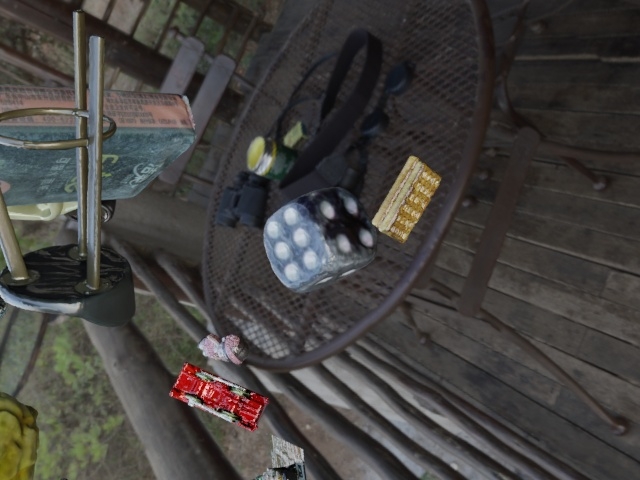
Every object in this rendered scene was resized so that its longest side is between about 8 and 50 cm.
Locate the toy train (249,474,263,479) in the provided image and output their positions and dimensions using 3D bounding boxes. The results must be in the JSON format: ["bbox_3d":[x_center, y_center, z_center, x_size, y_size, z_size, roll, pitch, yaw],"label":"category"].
[{"bbox_3d":[-0.164,0.590,1.441,0.083,0.053,0.033,-27,83,4],"label":"toy train"}]

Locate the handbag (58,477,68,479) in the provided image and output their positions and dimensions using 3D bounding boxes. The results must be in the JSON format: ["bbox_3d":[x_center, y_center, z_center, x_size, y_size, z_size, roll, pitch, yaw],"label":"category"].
[{"bbox_3d":[-0.403,0.557,1.034,0.118,0.326,0.269,-53,34,9],"label":"handbag"}]

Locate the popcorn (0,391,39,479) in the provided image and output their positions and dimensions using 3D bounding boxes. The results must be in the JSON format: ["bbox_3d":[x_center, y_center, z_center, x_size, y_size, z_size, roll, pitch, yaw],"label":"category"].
[{"bbox_3d":[-0.482,0.311,0.810,0.206,0.251,0.236,7,94,16],"label":"popcorn"}]

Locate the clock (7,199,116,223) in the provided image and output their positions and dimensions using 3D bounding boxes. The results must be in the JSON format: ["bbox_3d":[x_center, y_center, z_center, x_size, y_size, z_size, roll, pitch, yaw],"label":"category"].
[{"bbox_3d":[-0.594,-0.113,1.117,0.276,0.379,0.120,97,170,-62],"label":"clock"}]

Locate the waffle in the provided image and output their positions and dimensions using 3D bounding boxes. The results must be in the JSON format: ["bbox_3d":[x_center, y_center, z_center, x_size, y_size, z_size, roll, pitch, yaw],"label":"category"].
[{"bbox_3d":[0.159,-0.073,1.107,0.042,0.102,0.148,33,97,29],"label":"waffle"}]

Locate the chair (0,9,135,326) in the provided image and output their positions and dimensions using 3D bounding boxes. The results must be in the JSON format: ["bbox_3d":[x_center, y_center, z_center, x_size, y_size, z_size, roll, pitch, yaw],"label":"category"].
[{"bbox_3d":[-0.184,-0.038,0.410,0.104,0.095,0.221,-130,36,-55],"label":"chair"}]

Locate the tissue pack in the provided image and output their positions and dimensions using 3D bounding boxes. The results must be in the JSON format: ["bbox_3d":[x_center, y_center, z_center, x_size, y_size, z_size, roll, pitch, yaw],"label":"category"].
[{"bbox_3d":[-0.372,-0.135,0.880,0.228,0.316,0.103,-28,78,43],"label":"tissue pack"}]

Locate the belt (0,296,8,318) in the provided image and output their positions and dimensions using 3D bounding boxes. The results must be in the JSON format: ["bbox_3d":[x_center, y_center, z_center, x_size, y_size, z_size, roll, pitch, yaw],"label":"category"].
[{"bbox_3d":[-0.753,0.156,1.218,0.206,0.116,0.267,-45,-1,37],"label":"belt"}]

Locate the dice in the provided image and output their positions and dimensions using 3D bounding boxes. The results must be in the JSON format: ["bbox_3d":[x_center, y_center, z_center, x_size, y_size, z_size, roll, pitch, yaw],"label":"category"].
[{"bbox_3d":[0.000,0.000,1.313,0.181,0.183,0.182,-36,75,41],"label":"dice"}]

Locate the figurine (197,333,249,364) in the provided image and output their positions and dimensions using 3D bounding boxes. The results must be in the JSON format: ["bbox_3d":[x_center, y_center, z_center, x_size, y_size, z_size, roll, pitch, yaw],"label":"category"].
[{"bbox_3d":[-0.198,0.215,1.240,0.129,0.072,0.054,0,33,46],"label":"figurine"}]

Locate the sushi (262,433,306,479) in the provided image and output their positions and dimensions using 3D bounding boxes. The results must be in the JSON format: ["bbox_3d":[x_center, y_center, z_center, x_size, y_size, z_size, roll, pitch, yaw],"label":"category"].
[{"bbox_3d":[-0.083,0.494,1.186,0.215,0.051,0.192,158,107,-66],"label":"sushi"}]

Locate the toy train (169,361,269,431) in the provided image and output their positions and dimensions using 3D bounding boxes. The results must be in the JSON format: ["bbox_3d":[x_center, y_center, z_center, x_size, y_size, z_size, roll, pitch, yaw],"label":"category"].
[{"bbox_3d":[-0.220,0.351,1.346,0.131,0.204,0.082,98,-164,-74],"label":"toy train"}]
